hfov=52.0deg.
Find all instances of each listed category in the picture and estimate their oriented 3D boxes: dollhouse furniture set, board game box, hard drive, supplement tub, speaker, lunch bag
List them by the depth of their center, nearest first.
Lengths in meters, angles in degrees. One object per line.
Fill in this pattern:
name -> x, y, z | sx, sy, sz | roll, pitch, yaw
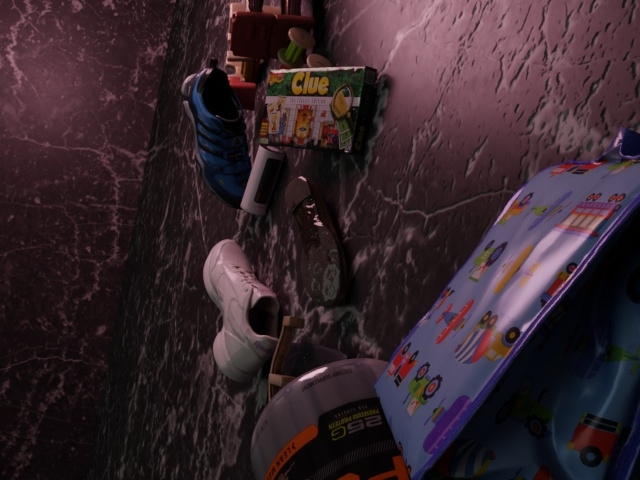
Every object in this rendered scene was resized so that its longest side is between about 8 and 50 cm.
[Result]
lunch bag -> 0.173, 0.046, 0.513 | 0.293, 0.138, 0.221 | -64, 4, 3
supplement tub -> 0.066, 0.288, 0.599 | 0.207, 0.207, 0.338 | -67, 28, 23
hard drive -> -0.012, 0.238, 0.956 | 0.254, 0.054, 0.172 | -12, 69, 63
board game box -> -0.013, -0.219, 1.095 | 0.259, 0.030, 0.136 | 15, 95, 50
speaker -> -0.116, -0.121, 1.315 | 0.136, 0.055, 0.055 | -69, 27, 18
dollhouse furniture set -> -0.116, -0.410, 1.375 | 0.374, 0.152, 0.201 | 114, 156, -64

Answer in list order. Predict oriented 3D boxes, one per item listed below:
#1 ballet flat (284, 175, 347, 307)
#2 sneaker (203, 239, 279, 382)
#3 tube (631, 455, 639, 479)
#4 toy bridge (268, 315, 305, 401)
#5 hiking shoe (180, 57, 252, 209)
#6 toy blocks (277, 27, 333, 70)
ballet flat -> 0.000, 0.000, 1.039 | 0.084, 0.058, 0.250 | -38, 48, 23
sneaker -> -0.133, 0.107, 1.230 | 0.152, 0.114, 0.305 | -44, 45, 30
tube -> 0.245, 0.075, 0.507 | 0.080, 0.052, 0.207 | -3, 72, 57
toy bridge -> -0.056, 0.206, 0.964 | 0.063, 0.026, 0.188 | 166, 113, -65
hiking shoe -> -0.203, -0.208, 1.354 | 0.132, 0.113, 0.304 | -8, 105, 62
toy blocks -> -0.048, -0.295, 1.213 | 0.123, 0.054, 0.148 | 59, 138, 21
